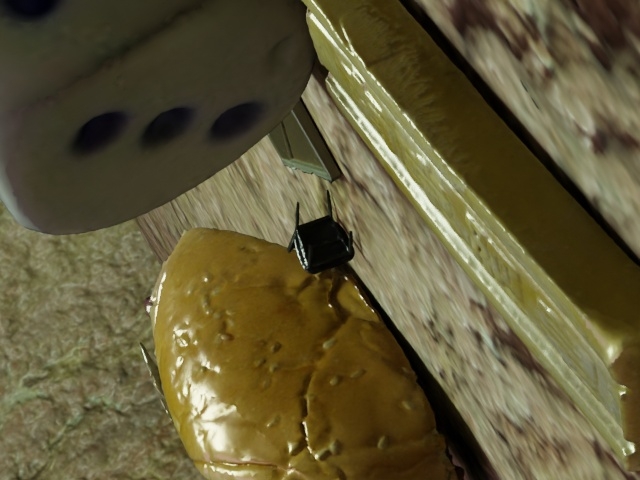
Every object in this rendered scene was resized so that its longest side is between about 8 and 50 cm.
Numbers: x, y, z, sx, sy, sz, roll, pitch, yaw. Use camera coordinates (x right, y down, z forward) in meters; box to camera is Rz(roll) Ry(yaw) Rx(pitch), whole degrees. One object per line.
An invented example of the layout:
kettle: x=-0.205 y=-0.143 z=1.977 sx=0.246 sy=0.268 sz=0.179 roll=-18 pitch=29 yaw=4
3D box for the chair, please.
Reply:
chair: x=0.001 y=0.002 z=1.323 sx=0.086 sy=0.037 sz=0.042 roll=95 pitch=155 yaw=-70

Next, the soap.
soap: x=0.070 y=-0.017 z=0.819 sx=0.252 sy=0.037 sz=0.092 roll=54 pitch=171 yaw=36

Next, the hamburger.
hamburger: x=-0.017 y=0.113 z=1.406 sx=0.282 sy=0.245 sz=0.155 roll=8 pitch=142 yaw=18

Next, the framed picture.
framed picture: x=-0.032 y=-0.091 z=1.276 sx=0.109 sy=0.011 sz=0.149 roll=61 pitch=172 yaw=-12

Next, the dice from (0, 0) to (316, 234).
dice: x=-0.126 y=-0.130 z=1.059 sx=0.194 sy=0.192 sz=0.193 roll=55 pitch=170 yaw=22
